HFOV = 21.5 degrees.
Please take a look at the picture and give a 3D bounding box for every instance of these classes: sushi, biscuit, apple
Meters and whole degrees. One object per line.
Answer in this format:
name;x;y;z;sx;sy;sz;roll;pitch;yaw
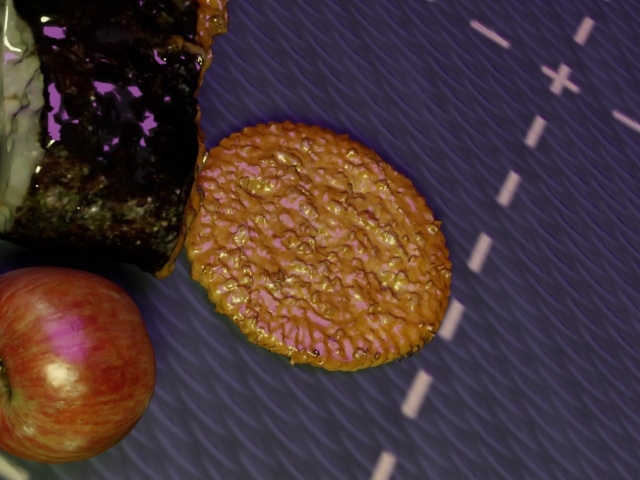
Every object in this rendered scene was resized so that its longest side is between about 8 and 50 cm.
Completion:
sushi;-0.170;-0.150;1.339;0.208;0.234;0.348;9;59;-22
biscuit;0.000;0.000;1.444;0.254;0.035;0.254;13;53;-18
apple;-0.188;0.089;1.218;0.131;0.146;0.146;-9;62;-42
